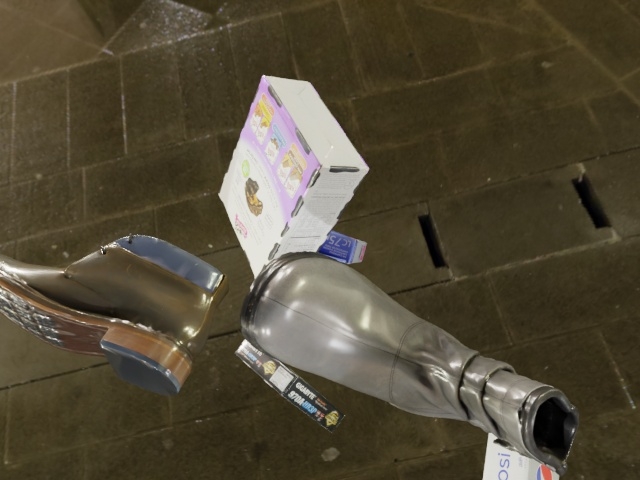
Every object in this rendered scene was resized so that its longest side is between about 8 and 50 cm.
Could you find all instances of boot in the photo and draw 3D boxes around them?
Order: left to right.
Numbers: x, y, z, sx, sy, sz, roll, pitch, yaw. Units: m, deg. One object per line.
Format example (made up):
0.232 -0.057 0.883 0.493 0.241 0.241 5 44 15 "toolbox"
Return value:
-0.188 0.040 0.440 0.219 0.082 0.106 24 51 9 "boot"
0.106 0.117 0.485 0.222 0.338 0.118 17 82 48 "boot"

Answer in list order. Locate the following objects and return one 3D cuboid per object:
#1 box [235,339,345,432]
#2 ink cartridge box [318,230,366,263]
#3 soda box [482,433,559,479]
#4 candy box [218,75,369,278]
-0.063 0.308 1.096 0.175 0.220 0.051 26 72 45 "box"
0.000 0.000 1.180 0.185 0.311 0.065 18 94 10 "ink cartridge box"
0.347 0.463 0.902 0.091 0.098 0.286 28 63 -25 "soda box"
-0.046 -0.071 0.636 0.070 0.196 0.165 -3 50 -35 "candy box"
